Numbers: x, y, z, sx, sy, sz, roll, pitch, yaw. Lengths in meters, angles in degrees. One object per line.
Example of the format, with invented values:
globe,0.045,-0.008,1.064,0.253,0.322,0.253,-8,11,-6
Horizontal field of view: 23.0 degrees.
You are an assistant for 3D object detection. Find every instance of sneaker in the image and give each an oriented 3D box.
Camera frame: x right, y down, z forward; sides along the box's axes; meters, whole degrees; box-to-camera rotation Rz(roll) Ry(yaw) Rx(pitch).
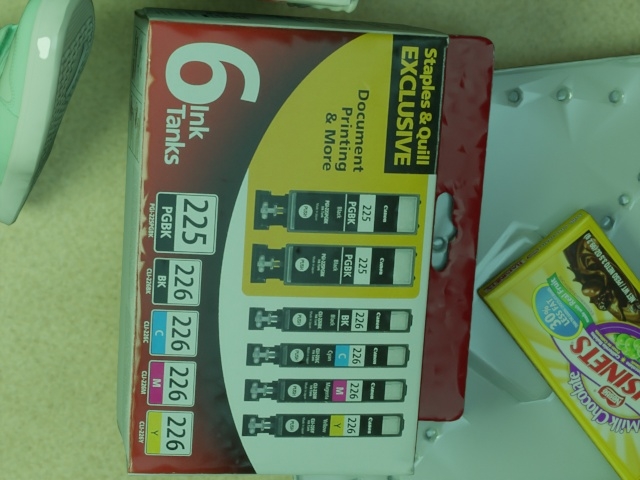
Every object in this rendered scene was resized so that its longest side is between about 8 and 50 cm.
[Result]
sneaker,-0.244,-0.106,1.046,0.151,0.256,0.094,26,57,-9

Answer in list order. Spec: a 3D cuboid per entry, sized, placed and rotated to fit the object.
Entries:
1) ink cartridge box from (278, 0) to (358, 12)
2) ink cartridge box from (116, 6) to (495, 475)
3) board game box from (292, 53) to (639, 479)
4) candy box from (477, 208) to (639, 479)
ink cartridge box,-0.177,-0.249,0.997,0.385,0.279,0.160,6,99,-12
ink cartridge box,0.000,0.000,1.108,0.272,0.130,0.309,1,101,-11
board game box,0.158,0.056,1.240,0.390,0.050,0.390,-7,103,-8
candy box,0.222,0.086,1.218,0.105,0.027,0.206,-38,105,3
